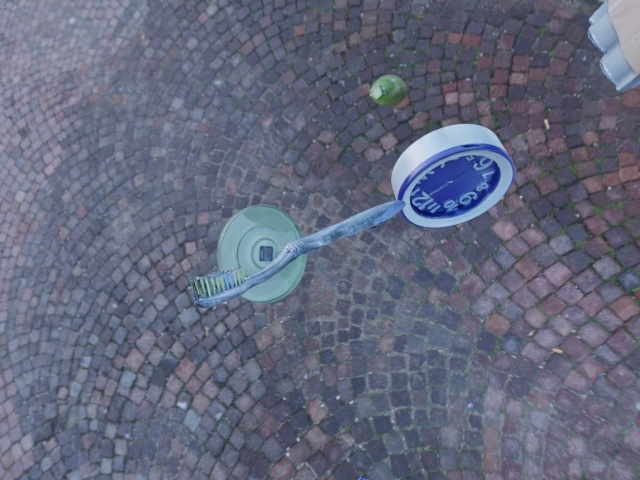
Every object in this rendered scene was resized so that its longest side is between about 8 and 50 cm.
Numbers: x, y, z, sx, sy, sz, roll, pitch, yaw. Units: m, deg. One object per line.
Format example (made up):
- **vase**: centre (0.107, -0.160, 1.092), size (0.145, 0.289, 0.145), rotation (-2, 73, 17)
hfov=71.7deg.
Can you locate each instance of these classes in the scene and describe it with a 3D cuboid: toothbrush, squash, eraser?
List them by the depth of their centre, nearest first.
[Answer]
- **toothbrush**: centre (0.000, 0.000, 0.634), size (0.035, 0.413, 0.042), rotation (17, 120, 41)
- **eraser**: centre (0.547, -0.376, 0.646), size (0.087, 0.290, 0.171), rotation (2, 68, -14)
- **squash**: centre (0.138, -0.309, 0.919), size (0.066, 0.201, 0.066), rotation (7, 111, 18)

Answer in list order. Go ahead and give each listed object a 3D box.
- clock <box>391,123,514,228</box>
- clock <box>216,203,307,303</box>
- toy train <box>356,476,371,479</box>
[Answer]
- **clock**: centre (0.261, -0.123, 0.889), size (0.230, 0.230, 0.083), rotation (-21, 55, 15)
- **clock**: centre (-0.134, 0.032, 1.055), size (0.029, 0.235, 0.235), rotation (0, 76, 53)
- **toy train**: centre (0.111, 0.440, 0.705), size (0.131, 0.204, 0.083), rotation (6, 56, 9)
